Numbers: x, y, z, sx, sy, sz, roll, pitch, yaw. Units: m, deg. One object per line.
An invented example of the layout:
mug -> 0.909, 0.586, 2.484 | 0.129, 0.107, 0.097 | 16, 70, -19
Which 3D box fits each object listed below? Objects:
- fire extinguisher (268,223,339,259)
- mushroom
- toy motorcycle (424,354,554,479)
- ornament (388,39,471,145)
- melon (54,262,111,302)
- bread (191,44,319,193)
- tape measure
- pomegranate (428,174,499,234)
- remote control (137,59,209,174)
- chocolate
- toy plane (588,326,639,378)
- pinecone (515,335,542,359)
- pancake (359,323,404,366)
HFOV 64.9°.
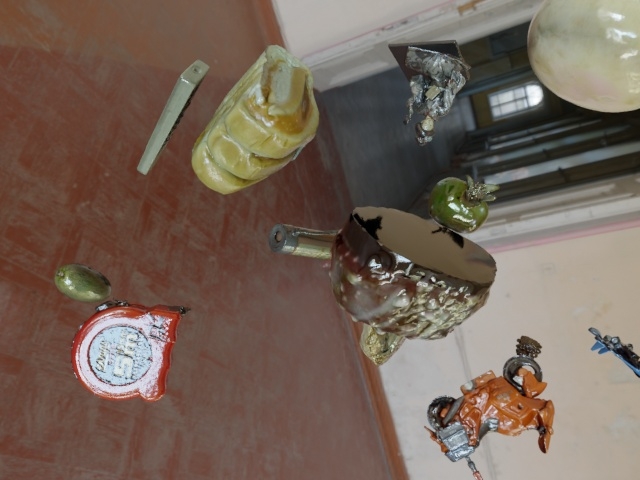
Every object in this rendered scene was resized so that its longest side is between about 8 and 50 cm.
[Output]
fire extinguisher -> -0.002, 0.011, 1.959 | 0.375, 0.200, 0.113 | 9, 82, -43
mushroom -> 0.472, -0.326, 0.818 | 0.246, 0.202, 0.246 | 40, 6, -5
toy motorcycle -> 0.426, 0.436, 1.219 | 0.221, 0.325, 0.148 | 62, 0, 29
ornament -> 0.236, -0.315, 1.124 | 0.153, 0.166, 0.196 | 25, 75, -59
melon -> -0.645, 0.119, 1.378 | 0.162, 0.099, 0.099 | 43, 41, -52
bread -> -0.155, -0.251, 1.203 | 0.210, 0.341, 0.301 | 37, 33, -23
tape measure -> -0.475, 0.264, 1.250 | 0.114, 0.260, 0.254 | -179, -80, -78
pomegranate -> 0.354, -0.098, 1.250 | 0.191, 0.151, 0.131 | 110, 5, -69
remote control -> -0.339, -0.274, 1.152 | 0.038, 0.285, 0.123 | 31, 33, -14
chocolate -> 0.166, 0.083, 0.994 | 0.339, 0.210, 0.225 | 15, 31, -23
toy plane -> 0.919, 0.347, 1.503 | 0.169, 0.078, 0.246 | 26, 6, -23
pinecone -> 0.632, 0.334, 1.539 | 0.077, 0.077, 0.083 | -68, 163, -53
pancake -> 0.215, 0.137, 1.278 | 0.387, 0.082, 0.387 | -37, 140, -38
